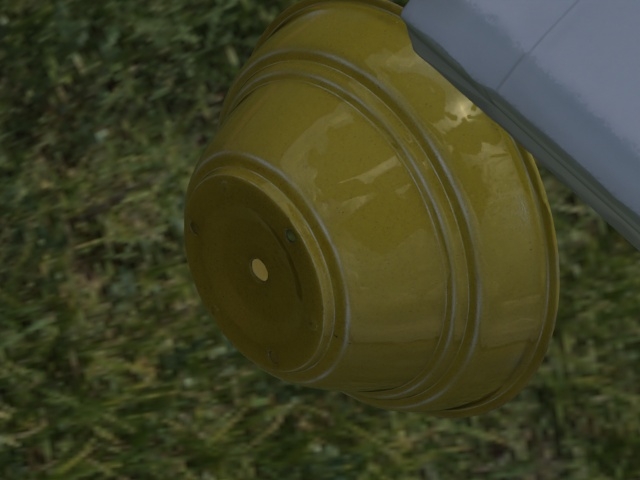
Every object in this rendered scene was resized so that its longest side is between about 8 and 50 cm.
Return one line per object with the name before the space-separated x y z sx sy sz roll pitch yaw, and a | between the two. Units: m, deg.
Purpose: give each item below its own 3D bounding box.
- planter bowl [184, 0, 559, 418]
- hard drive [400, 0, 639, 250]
planter bowl | 0.000 0.000 0.856 0.090 0.217 0.217 -25 96 -36
hard drive | 0.197 -0.018 0.382 0.307 0.040 0.203 43 87 15
